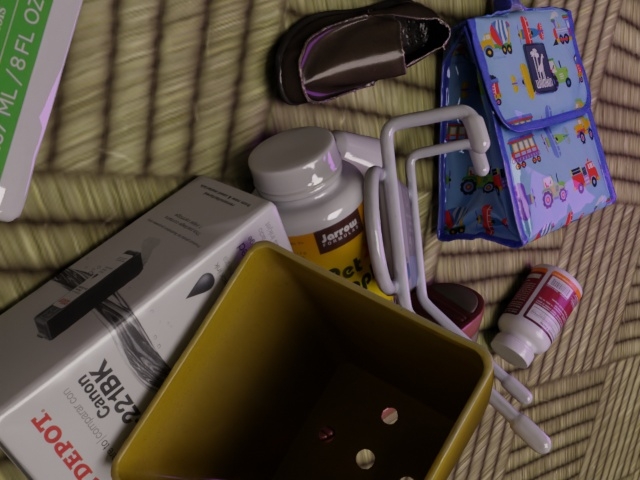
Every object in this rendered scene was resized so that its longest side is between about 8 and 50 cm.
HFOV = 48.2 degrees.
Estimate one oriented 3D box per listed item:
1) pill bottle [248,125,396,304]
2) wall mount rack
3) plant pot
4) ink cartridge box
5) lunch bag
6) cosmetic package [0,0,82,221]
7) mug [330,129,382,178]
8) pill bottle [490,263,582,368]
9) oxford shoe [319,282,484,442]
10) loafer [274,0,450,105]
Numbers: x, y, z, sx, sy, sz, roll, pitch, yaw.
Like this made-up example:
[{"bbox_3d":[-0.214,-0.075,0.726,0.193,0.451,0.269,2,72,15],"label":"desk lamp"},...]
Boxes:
[{"bbox_3d":[0.000,0.000,0.712,0.117,0.117,0.215,-39,129,-27],"label":"pill bottle"},{"bbox_3d":[0.135,0.037,0.715,0.350,0.130,0.304,4,79,-77],"label":"wall mount rack"},{"bbox_3d":[0.011,0.161,0.570,0.212,0.212,0.187,-58,149,-11],"label":"plant pot"},{"bbox_3d":[-0.141,0.104,0.617,0.273,0.114,0.197,-40,130,-26],"label":"ink cartridge box"},{"bbox_3d":[0.249,-0.163,0.911,0.221,0.138,0.293,-21,106,-37],"label":"lunch bag"},{"bbox_3d":[-0.306,-0.148,0.303,0.365,0.155,0.197,18,83,-44],"label":"cosmetic package"},{"bbox_3d":[0.028,-0.079,0.753,0.064,0.062,0.078,16,83,-38],"label":"mug"},{"bbox_3d":[0.329,0.117,1.100,0.152,0.086,0.086,-51,133,-17],"label":"pill bottle"},{"bbox_3d":[0.083,0.183,0.864,0.348,0.123,0.130,-28,128,-33],"label":"oxford shoe"},{"bbox_3d":[0.048,-0.195,0.713,0.220,0.078,0.080,-34,126,-31],"label":"loafer"}]
